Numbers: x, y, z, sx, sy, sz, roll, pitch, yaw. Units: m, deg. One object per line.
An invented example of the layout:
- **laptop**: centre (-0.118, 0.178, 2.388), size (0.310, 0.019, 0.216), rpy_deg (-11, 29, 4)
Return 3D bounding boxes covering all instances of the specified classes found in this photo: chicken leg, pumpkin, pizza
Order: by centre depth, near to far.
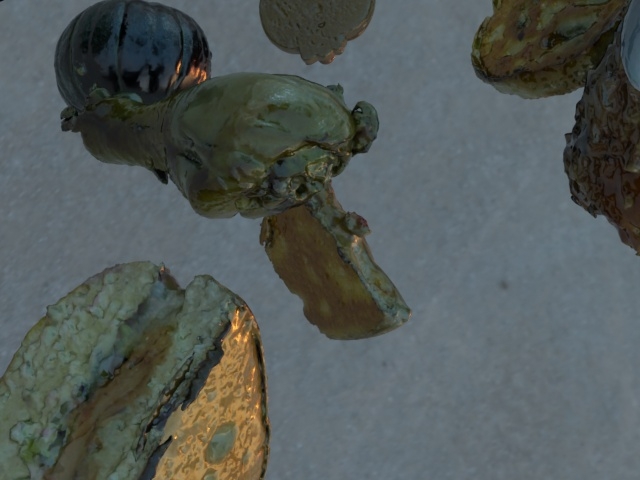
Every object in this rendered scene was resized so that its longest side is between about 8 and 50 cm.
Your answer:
- **chicken leg**: centre (-0.144, -0.125, 1.537), size (0.152, 0.429, 0.201), rpy_deg (43, 66, -45)
- **pizza**: centre (0.000, 0.000, 1.727), size (0.071, 0.189, 0.297), rpy_deg (-34, 91, -37)
- **pumpkin**: centre (-0.254, -0.236, 1.793), size (0.220, 0.220, 0.162), rpy_deg (11, 77, -32)

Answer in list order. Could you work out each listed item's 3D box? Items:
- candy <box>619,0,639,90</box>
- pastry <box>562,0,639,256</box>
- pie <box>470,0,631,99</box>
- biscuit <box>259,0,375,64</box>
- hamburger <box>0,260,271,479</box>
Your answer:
- **candy**: centre (0.307, -0.211, 1.076), size (0.071, 0.174, 0.138), rpy_deg (30, 27, -1)
- **pastry**: centre (0.470, -0.131, 1.641), size (0.292, 0.337, 0.405), rpy_deg (-19, 110, -41)
- **pie**: centre (0.353, -0.325, 1.866), size (0.092, 0.315, 0.315), rpy_deg (36, 53, -30)
- **biscuit**: centre (-0.001, -0.318, 1.829), size (0.050, 0.170, 0.170), rpy_deg (42, 37, -68)
- **hamburger**: centre (-0.218, 0.258, 1.454), size (0.446, 0.268, 0.287), rpy_deg (-63, 146, -13)
